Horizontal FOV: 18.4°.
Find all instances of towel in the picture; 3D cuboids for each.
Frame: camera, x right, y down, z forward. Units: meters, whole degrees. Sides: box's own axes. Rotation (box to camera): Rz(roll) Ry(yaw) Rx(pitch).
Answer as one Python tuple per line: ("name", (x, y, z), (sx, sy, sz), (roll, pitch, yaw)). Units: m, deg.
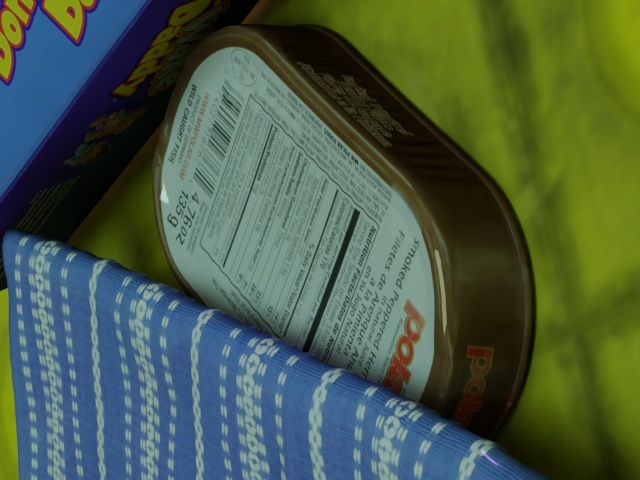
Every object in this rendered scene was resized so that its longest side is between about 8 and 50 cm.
("towel", (-0.026, 0.147, 0.659), (0.336, 0.040, 0.243), (21, 116, 52))

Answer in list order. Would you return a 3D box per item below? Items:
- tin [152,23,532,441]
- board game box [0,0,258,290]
("tin", (0.000, 0.000, 0.661), (0.190, 0.040, 0.106), (47, 130, 44))
("board game box", (-0.124, -0.155, 0.730), (0.233, 0.078, 0.347), (54, 135, 10))
